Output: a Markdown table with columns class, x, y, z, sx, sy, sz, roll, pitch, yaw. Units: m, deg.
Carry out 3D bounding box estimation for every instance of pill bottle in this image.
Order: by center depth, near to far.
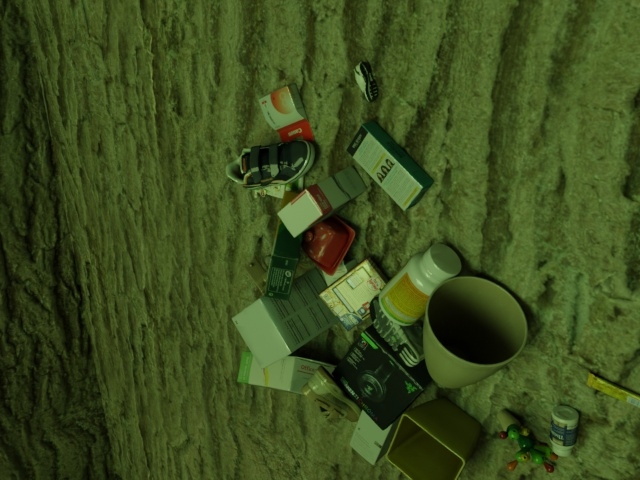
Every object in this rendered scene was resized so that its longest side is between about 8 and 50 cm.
| class | x | y | z | sx | sy | sz | roll | pitch | yaw |
| --- | --- | --- | --- | --- | --- | --- | --- | --- | --- |
| pill bottle | 0.628 | 0.494 | 1.628 | 0.067 | 0.067 | 0.120 | 14 | 119 | 39 |
| pill bottle | 0.275 | 0.119 | 1.731 | 0.136 | 0.136 | 0.246 | 50 | 135 | 14 |

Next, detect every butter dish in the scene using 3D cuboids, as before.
| class | x | y | z | sx | sy | sz | roll | pitch | yaw |
| --- | --- | --- | --- | --- | --- | --- | --- | --- | --- |
| butter dish | 0.000 | 0.000 | 1.900 | 0.160 | 0.118 | 0.160 | 40 | 106 | 47 |

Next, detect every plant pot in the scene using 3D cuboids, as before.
| class | x | y | z | sx | sy | sz | roll | pitch | yaw |
| --- | --- | --- | --- | --- | --- | --- | --- | --- | --- |
| plant pot | 0.375 | 0.275 | 1.664 | 0.256 | 0.256 | 0.274 | 40 | 149 | 22 |
| plant pot | 0.351 | 0.593 | 1.854 | 0.212 | 0.187 | 0.212 | 34 | 129 | 27 |

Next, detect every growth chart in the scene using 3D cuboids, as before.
| class | x | y | z | sx | sy | sz | roll | pitch | yaw |
| --- | --- | --- | --- | --- | --- | --- | --- | --- | --- |
| growth chart | -0.139 | -0.207 | 2.055 | 0.237 | 0.021 | 0.172 | 13 | 117 | 39 |

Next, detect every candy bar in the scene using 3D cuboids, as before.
| class | x | y | z | sx | sy | sz | roll | pitch | yaw |
| --- | --- | --- | --- | --- | --- | --- | --- | --- | --- |
| candy bar | 0.720 | 0.367 | 1.514 | 0.161 | 0.018 | 0.040 | 22 | 127 | 35 |

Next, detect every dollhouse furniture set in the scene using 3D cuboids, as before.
| class | x | y | z | sx | sy | sz | roll | pitch | yaw |
| --- | --- | --- | --- | --- | --- | --- | --- | --- | --- |
| dollhouse furniture set | -0.181 | 0.082 | 2.145 | 0.123 | 0.144 | 0.151 | 51 | 172 | 13 |

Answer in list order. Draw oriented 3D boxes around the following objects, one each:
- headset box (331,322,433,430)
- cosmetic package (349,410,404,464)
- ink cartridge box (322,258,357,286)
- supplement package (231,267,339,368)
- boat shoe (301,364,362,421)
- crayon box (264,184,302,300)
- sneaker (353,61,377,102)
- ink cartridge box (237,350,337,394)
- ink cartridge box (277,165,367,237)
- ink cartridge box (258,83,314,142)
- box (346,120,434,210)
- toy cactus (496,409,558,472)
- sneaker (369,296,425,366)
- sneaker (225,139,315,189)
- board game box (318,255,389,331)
| class | x | y | z | sx | sy | sz | roll | pitch | yaw |
| --- | --- | --- | --- | --- | --- | --- | --- | --- | --- |
| headset box | 0.206 | 0.399 | 1.939 | 0.246 | 0.131 | 0.283 | 46 | 134 | 16 |
| cosmetic package | 0.186 | 0.627 | 2.104 | 0.117 | 0.085 | 0.231 | 34 | 131 | 27 |
| ink cartridge box | 0.073 | 0.121 | 1.980 | 0.104 | 0.061 | 0.182 | -11 | 102 | 44 |
| supplement package | -0.105 | 0.254 | 2.067 | 0.199 | 0.262 | 0.198 | -37 | 83 | 47 |
| boat shoe | 0.037 | 0.525 | 2.073 | 0.121 | 0.110 | 0.341 | 43 | 172 | 44 |
| crayon box | -0.101 | -0.005 | 1.950 | 0.083 | 0.323 | 0.203 | 10 | 138 | -4 |
| sneaker | 0.120 | -0.423 | 1.694 | 0.043 | 0.040 | 0.109 | -2 | 105 | 61 |
| ink cartridge box | -0.098 | 0.470 | 2.194 | 0.353 | 0.207 | 0.119 | -5 | 69 | 45 |
| ink cartridge box | 0.007 | -0.114 | 1.815 | 0.092 | 0.217 | 0.158 | 55 | 137 | 1 |
| ink cartridge box | -0.107 | -0.370 | 1.927 | 0.145 | 0.045 | 0.180 | -11 | 99 | 46 |
| box | 0.186 | -0.204 | 1.714 | 0.244 | 0.060 | 0.101 | 49 | 135 | 15 |
| toy cactus | 0.535 | 0.540 | 1.700 | 0.112 | 0.219 | 0.180 | -51 | 35 | 12 |
| sneaker | 0.245 | 0.253 | 1.839 | 0.229 | 0.132 | 0.086 | 58 | 139 | 22 |
| sneaker | -0.164 | -0.232 | 1.946 | 0.321 | 0.127 | 0.126 | -18 | 69 | 42 |
| board game box | 0.114 | 0.162 | 1.901 | 0.193 | 0.045 | 0.147 | -37 | 91 | 20 |
